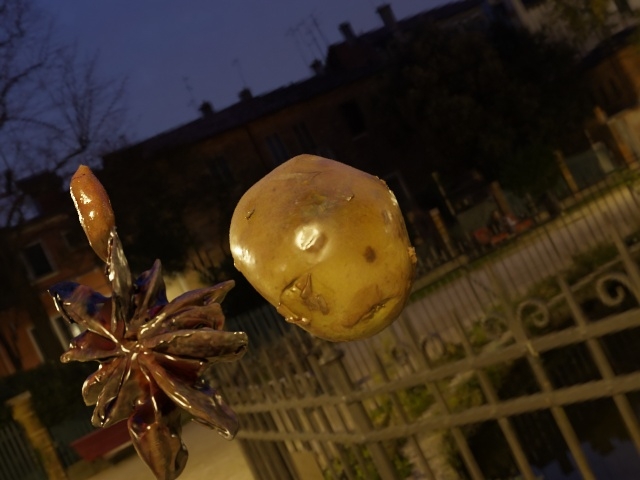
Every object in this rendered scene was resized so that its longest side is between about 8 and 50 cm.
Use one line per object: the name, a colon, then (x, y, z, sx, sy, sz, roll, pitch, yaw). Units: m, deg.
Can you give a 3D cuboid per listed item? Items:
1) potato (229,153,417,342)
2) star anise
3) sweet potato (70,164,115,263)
potato: (0.000, 0.000, 0.704, 0.137, 0.176, 0.137, -33, -36, -27)
star anise: (-0.180, 0.120, 0.932, 0.212, 0.282, 0.129, -61, -31, 1)
sweet potato: (-0.331, -0.024, 1.301, 0.056, 0.195, 0.056, -19, -8, -3)
